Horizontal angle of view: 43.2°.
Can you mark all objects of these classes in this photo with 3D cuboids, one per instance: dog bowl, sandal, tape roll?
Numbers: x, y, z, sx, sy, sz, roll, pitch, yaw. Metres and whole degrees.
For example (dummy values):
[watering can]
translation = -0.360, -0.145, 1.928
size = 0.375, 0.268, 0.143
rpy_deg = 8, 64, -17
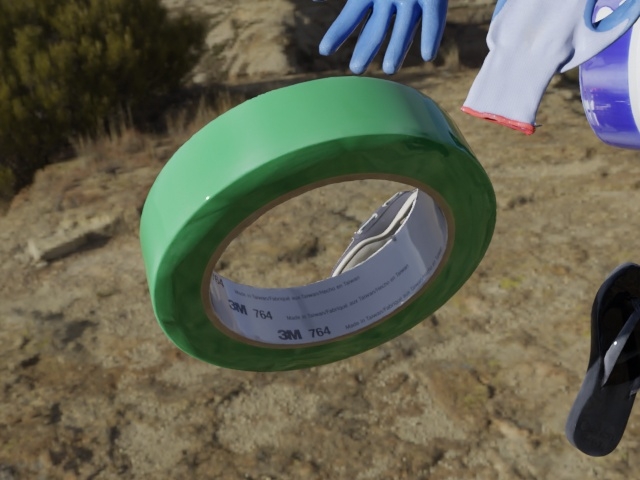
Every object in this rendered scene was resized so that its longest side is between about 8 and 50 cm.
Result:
[dog bowl]
translation = 0.474, -0.254, 1.125
size = 0.265, 0.264, 0.104
rpy_deg = -21, 23, -38
[sandal]
translation = 0.388, 0.156, 1.033
size = 0.097, 0.254, 0.054
rpy_deg = 12, 2, -14
[tape roll]
translation = 0.000, 0.000, 0.746
size = 0.322, 0.321, 0.077
rpy_deg = -11, 50, -13

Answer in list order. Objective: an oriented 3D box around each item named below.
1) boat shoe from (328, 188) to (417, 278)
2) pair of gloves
[boat shoe]
translation = 0.081, 0.003, 1.135
size = 0.206, 0.075, 0.065
rpy_deg = -45, 29, -15
[pair of gloves]
translation = 0.099, -0.158, 0.510
size = 0.198, 0.159, 0.023
rpy_deg = 24, -4, 14
